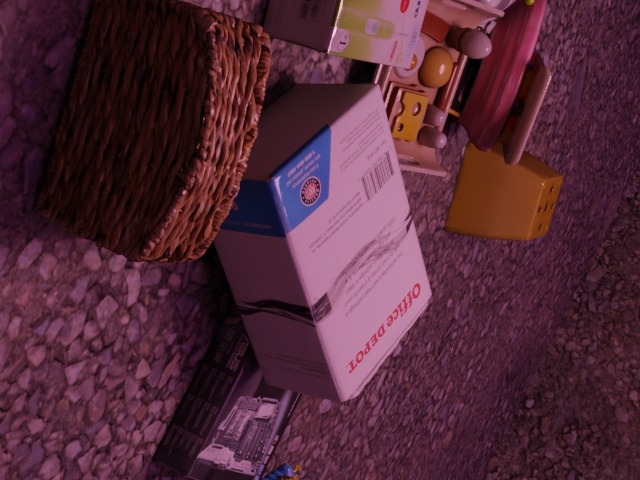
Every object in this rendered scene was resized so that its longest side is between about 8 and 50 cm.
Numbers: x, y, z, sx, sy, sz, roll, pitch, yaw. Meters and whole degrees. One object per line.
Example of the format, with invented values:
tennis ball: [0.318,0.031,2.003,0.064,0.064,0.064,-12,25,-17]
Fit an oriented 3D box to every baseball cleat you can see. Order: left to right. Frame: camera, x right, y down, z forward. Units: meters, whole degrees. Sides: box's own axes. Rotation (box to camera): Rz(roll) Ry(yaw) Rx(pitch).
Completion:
baseball cleat: [0.323,-0.446,1.928,0.206,0.072,0.109,-32,149,-42]

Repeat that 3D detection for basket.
basket: [-0.158,-0.126,1.243,0.223,0.213,0.299,6,104,-62]

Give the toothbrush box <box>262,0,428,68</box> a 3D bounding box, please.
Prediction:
toothbrush box: [0.054,-0.379,1.564,0.283,0.122,0.206,-8,116,-62]

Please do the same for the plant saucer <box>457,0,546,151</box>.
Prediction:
plant saucer: [0.352,-0.344,2.085,0.332,0.084,0.332,19,90,-89]

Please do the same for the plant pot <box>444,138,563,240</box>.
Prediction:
plant pot: [0.432,-0.103,2.396,0.212,0.187,0.212,-13,120,-59]

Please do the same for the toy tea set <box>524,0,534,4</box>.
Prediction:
toy tea set: [0.266,-0.523,1.717,0.336,0.124,0.200,13,84,-41]

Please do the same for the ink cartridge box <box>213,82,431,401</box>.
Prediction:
ink cartridge box: [0.000,0.000,1.584,0.285,0.166,0.395,-45,129,-40]

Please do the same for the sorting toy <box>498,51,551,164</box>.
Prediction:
sorting toy: [0.380,-0.258,2.002,0.208,0.038,0.193,-80,-172,-70]

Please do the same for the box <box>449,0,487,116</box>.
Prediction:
box: [0.237,-0.410,1.933,0.257,0.079,0.322,11,100,-61]

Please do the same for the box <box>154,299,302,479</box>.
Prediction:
box: [-0.123,0.258,1.737,0.307,0.076,0.242,-63,152,-11]

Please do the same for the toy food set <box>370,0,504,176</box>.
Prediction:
toy food set: [0.194,-0.264,1.780,0.219,0.092,0.306,3,109,-48]

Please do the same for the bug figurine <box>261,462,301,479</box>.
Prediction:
bug figurine: [-0.136,0.517,1.882,0.216,0.072,0.279,-23,142,-45]
